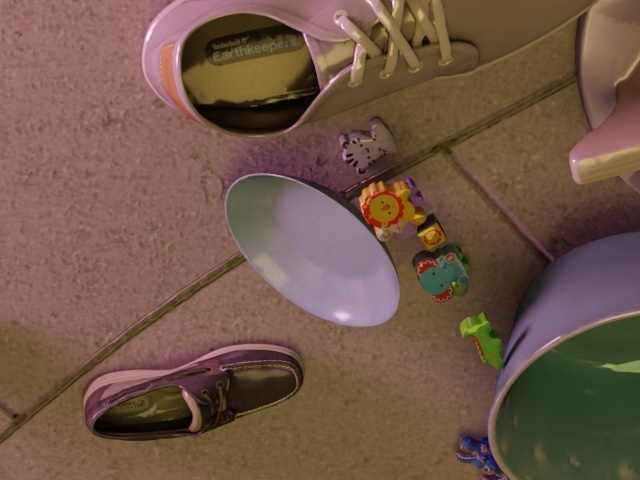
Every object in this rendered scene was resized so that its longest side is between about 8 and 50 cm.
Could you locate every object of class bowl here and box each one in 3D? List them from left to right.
[{"bbox_3d":[0.305,0.107,1.766,0.312,0.163,0.311,-2,138,-2],"label":"bowl"}]

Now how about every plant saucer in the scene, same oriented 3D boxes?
[{"bbox_3d":[0.000,0.000,1.733,0.195,0.195,0.037,54,56,-25],"label":"plant saucer"}]

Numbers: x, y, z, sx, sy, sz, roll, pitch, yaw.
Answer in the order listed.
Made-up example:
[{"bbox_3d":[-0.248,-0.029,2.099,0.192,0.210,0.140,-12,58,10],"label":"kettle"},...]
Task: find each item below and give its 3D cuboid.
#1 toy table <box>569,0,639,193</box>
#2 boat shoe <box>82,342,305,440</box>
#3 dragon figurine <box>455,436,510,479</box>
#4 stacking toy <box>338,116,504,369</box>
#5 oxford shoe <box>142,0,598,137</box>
[{"bbox_3d":[0.334,-0.129,1.686,0.252,0.161,0.274,-25,117,6],"label":"toy table"},{"bbox_3d":[-0.123,0.159,1.821,0.224,0.073,0.080,-9,117,-2],"label":"boat shoe"},{"bbox_3d":[0.237,0.317,1.932,0.289,0.085,0.144,35,108,-19],"label":"dragon figurine"},{"bbox_3d":[0.093,0.004,1.719,0.052,0.167,0.221,-30,116,8],"label":"stacking toy"},{"bbox_3d":[0.060,-0.195,1.635,0.449,0.130,0.169,-16,114,3],"label":"oxford shoe"}]
